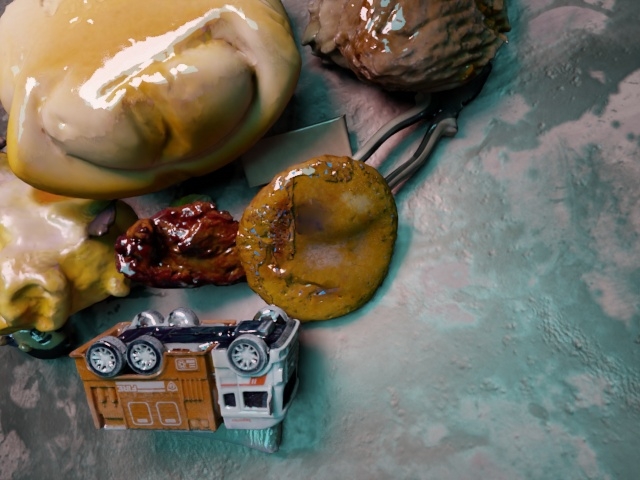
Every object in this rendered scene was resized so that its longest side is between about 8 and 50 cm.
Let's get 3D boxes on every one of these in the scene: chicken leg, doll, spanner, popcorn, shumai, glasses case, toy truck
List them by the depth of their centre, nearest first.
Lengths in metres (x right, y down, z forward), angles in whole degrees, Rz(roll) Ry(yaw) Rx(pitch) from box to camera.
[{"bbox_3d":[-0.181,0.194,0.678,0.306,0.136,0.162,-3,101,10],"label":"toy truck"},{"bbox_3d":[-0.117,-0.014,0.752,0.408,0.157,0.096,-16,38,-15],"label":"chicken leg"},{"bbox_3d":[0.168,-0.186,0.761,0.325,0.040,0.095,-44,89,-8],"label":"spanner"},{"bbox_3d":[-0.456,0.008,0.765,0.298,0.280,0.316,-20,56,-37],"label":"popcorn"},{"bbox_3d":[0.125,-0.345,0.767,0.283,0.217,0.346,-5,39,49],"label":"shumai"},{"bbox_3d":[-0.036,-0.142,0.806,0.194,0.070,0.102,-14,103,7],"label":"glasses case"},{"bbox_3d":[-0.525,0.159,0.833,0.180,0.102,0.088,17,125,11],"label":"doll"}]

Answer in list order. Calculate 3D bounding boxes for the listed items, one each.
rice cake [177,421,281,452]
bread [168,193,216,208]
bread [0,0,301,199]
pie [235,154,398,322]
[{"bbox_3d":[-0.166,0.279,0.747,0.222,0.042,0.080,5,73,16],"label":"rice cake"},{"bbox_3d":[-0.247,-0.017,0.815,0.094,0.083,0.157,31,88,31],"label":"bread"},{"bbox_3d":[-0.239,-0.240,0.662,0.425,0.328,0.245,-22,35,0],"label":"bread"},{"bbox_3d":[0.000,0.000,0.698,0.274,0.069,0.273,-5,113,-11],"label":"pie"}]
